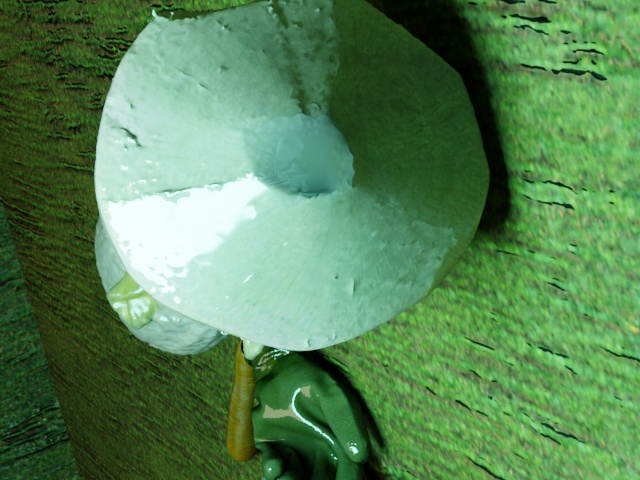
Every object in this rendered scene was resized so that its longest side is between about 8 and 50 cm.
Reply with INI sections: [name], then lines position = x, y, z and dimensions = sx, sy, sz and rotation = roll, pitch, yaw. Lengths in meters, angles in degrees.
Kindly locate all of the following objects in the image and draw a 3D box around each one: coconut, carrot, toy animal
[coconut]
position = -0.031, -0.058, 1.274
dimensions = 0.309, 0.297, 0.297
rotation = 170, 81, -77
[carrot]
position = -0.092, 0.192, 2.009
dimensions = 0.043, 0.043, 0.248
rotation = 55, 152, 37
[toy animal]
position = -0.148, 0.008, 1.753
dimensions = 0.358, 0.188, 0.226
rotation = 162, 118, -71

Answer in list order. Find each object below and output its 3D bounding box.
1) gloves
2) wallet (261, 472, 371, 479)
[gloves]
position = -0.016, 0.192, 1.712
dimensions = 0.107, 0.135, 0.268
rotation = 35, -155, -36
[wallet]
position = 0.013, 0.389, 1.681
dimensions = 0.083, 0.252, 0.360
rotation = 35, -171, -42
